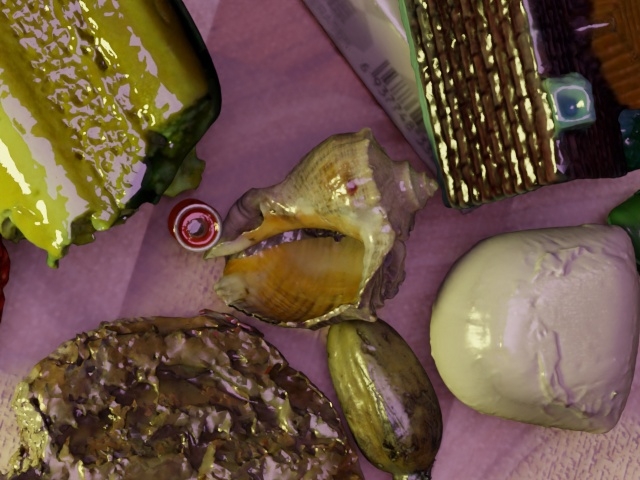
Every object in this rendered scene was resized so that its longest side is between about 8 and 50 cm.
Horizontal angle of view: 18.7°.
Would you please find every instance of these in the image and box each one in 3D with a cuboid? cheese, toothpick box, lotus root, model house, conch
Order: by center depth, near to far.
[{"bbox_3d":[0.200,-0.185,1.719,0.230,0.249,0.281,-13,86,-7],"label":"model house"},{"bbox_3d":[0.000,0.000,1.815,0.245,0.178,0.163,-15,129,19],"label":"conch"},{"bbox_3d":[0.197,0.079,1.823,0.189,0.154,0.198,5,85,-21],"label":"cheese"},{"bbox_3d":[-0.119,-0.016,1.837,0.047,0.083,0.047,-1,95,-9],"label":"toothpick box"},{"bbox_3d":[0.063,0.147,1.840,0.080,0.089,0.179,-15,80,-48],"label":"lotus root"}]

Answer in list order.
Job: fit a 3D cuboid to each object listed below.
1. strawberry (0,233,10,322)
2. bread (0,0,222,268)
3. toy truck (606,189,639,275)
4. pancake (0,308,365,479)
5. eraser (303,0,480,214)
[{"bbox_3d":[-0.419,0.023,1.721,0.261,0.257,0.261,0,84,3],"label":"strawberry"},{"bbox_3d":[-0.253,-0.182,1.777,0.251,0.208,0.377,-31,88,-11],"label":"bread"},{"bbox_3d":[0.402,-0.036,1.886,0.242,0.101,0.125,-32,76,-5],"label":"toy truck"},{"bbox_3d":[-0.127,0.234,1.760,0.382,0.071,0.382,9,59,-16],"label":"pancake"},{"bbox_3d":[0.107,-0.246,1.883,0.213,0.082,0.397,-38,89,-8],"label":"eraser"}]
